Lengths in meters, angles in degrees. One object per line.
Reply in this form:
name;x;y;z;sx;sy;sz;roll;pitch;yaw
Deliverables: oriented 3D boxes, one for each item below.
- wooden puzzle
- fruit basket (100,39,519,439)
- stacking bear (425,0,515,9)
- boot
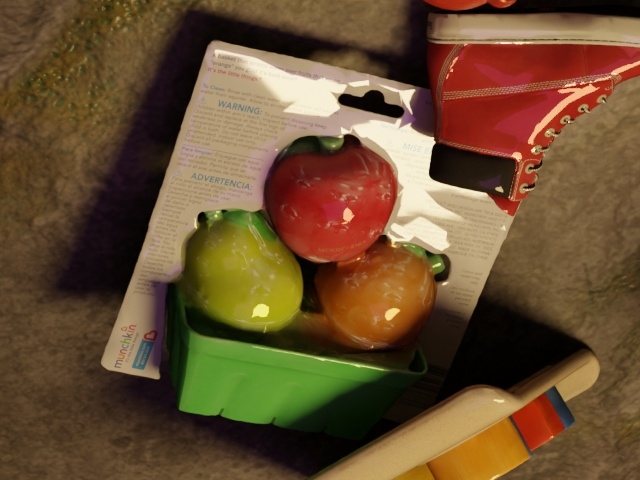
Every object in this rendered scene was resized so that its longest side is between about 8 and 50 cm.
wooden puzzle;0.105;0.223;1.859;0.322;0.080;0.348;-32;169;21
fruit basket;0.000;0.000;1.738;0.327;0.165;0.353;10;115;-18
stacking bear;0.031;-0.259;1.478;0.289;0.175;0.164;14;128;-29
boot;0.213;-0.110;1.632;0.244;0.088;0.176;-1;101;2
